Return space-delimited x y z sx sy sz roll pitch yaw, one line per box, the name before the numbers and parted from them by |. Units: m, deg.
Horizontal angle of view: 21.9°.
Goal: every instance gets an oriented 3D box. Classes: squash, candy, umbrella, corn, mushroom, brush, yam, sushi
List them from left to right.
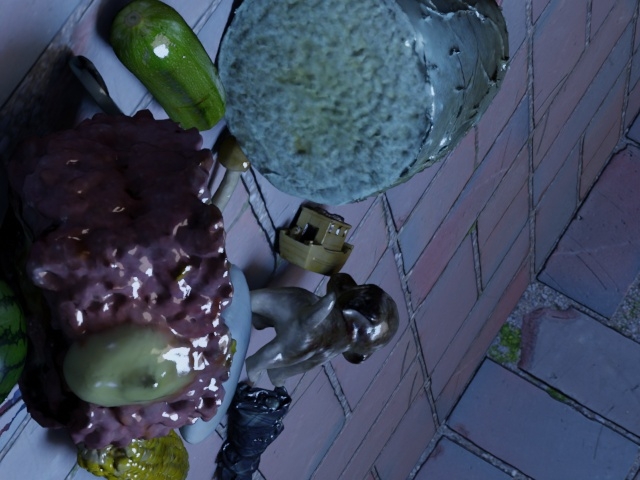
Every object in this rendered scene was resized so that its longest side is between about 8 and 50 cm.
sushi | -0.163 0.034 1.302 0.171 0.236 0.270 -7 139 -18
brush | -0.174 -0.077 1.433 0.060 0.068 0.297 -37 157 -1
corn | -0.199 0.226 1.784 0.097 0.097 0.320 -57 166 -10
squash | -0.127 -0.149 1.422 0.066 0.066 0.229 -58 165 -8
mushroom | -0.130 0.032 1.721 0.068 0.043 0.306 -77 -175 -76
candy | -0.120 0.128 1.859 0.138 0.071 0.174 -81 -175 -53
umbrella | -0.095 0.269 2.222 0.224 0.080 0.071 108 -15 -44
yam | 0.058 -0.175 1.676 0.348 0.241 0.241 -28 144 -64

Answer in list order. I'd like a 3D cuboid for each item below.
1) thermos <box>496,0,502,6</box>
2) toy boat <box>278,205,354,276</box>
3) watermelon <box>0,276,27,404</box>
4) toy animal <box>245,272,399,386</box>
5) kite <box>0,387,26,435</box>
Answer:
thermos | 0.165 -0.327 1.936 0.110 0.136 0.330 -2 125 -38
toy boat | 0.000 0.000 2.059 0.077 0.057 0.200 -67 163 1
watermelon | -0.282 0.075 1.220 0.140 0.141 0.187 -61 173 4
toy animal | -0.011 0.099 1.989 0.233 0.169 0.121 10 64 -66
kite | -0.248 0.105 1.579 0.245 0.015 0.141 -45 155 -44
